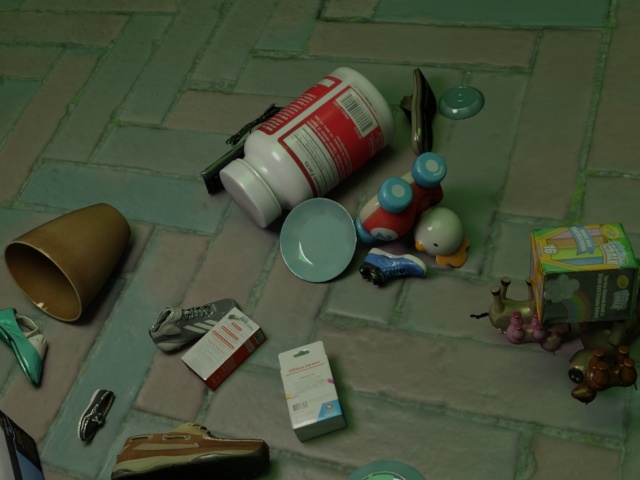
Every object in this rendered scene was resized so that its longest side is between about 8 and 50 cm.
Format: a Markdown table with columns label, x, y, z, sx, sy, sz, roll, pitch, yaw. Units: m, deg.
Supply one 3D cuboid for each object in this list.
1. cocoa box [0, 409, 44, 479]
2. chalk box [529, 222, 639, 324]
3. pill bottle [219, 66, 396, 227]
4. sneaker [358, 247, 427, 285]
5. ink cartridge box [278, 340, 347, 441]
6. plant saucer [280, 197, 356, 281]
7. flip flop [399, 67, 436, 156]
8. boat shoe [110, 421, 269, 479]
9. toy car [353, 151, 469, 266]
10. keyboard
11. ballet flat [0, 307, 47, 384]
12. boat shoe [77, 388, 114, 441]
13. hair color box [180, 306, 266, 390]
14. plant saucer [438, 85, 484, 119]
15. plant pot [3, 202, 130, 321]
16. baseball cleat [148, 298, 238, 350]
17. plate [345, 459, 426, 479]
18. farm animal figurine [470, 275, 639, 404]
| label | x | y | z | sx | sy | sz | roll | pitch | yaw |
| --- | --- | --- | --- | --- | --- | --- | --- | --- | --- |
| cocoa box | -0.681 | 0.531 | 1.667 | 0.231 | 0.228 | 0.347 | -28 | 50 | -5 |
| chalk box | 0.497 | 0.059 | 1.538 | 0.213 | 0.132 | 0.132 | -4 | 38 | 5 |
| pill bottle | -0.034 | -0.220 | 2.058 | 0.407 | 0.229 | 0.229 | -39 | 52 | -14 |
| sneaker | 0.156 | 0.070 | 1.880 | 0.152 | 0.058 | 0.085 | 16 | 53 | 32 |
| ink cartridge box | -0.018 | 0.307 | 1.746 | 0.104 | 0.062 | 0.181 | -18 | 50 | 3 |
| plant saucer | 0.000 | 0.000 | 1.963 | 0.194 | 0.037 | 0.195 | -2 | 84 | 26 |
| flip flop | 0.239 | -0.325 | 2.149 | 0.080 | 0.112 | 0.277 | -12 | 54 | 27 |
| boat shoe | -0.263 | 0.421 | 1.698 | 0.323 | 0.123 | 0.120 | -8 | 48 | 10 |
| toy car | 0.226 | -0.029 | 1.876 | 0.210 | 0.219 | 0.238 | -36 | 81 | -25 |
| keyboard | -0.168 | -0.245 | 2.146 | 0.317 | 0.201 | 0.033 | -39 | 71 | -12 |
| ballet flat | -0.700 | 0.236 | 2.006 | 0.087 | 0.083 | 0.247 | -30 | 51 | -26 |
| boat shoe | -0.488 | 0.380 | 1.848 | 0.038 | 0.046 | 0.125 | -2 | 44 | 22 |
| hair color box | -0.212 | 0.237 | 1.869 | 0.167 | 0.053 | 0.093 | -44 | 52 | -16 |
| plant saucer | 0.361 | -0.361 | 2.182 | 0.119 | 0.021 | 0.119 | -9 | 51 | 11 |
| plant pot | -0.586 | 0.028 | 2.061 | 0.237 | 0.237 | 0.254 | 17 | 44 | 28 |
| baseball cleat | -0.285 | 0.175 | 1.903 | 0.205 | 0.109 | 0.072 | -31 | 45 | -10 |
| plate | 0.118 | 0.494 | 1.582 | 0.188 | 0.024 | 0.188 | -8 | 51 | 10 |
| farm animal figurine | 0.510 | 0.180 | 1.629 | 0.326 | 0.172 | 0.330 | -25 | 41 | -19 |
